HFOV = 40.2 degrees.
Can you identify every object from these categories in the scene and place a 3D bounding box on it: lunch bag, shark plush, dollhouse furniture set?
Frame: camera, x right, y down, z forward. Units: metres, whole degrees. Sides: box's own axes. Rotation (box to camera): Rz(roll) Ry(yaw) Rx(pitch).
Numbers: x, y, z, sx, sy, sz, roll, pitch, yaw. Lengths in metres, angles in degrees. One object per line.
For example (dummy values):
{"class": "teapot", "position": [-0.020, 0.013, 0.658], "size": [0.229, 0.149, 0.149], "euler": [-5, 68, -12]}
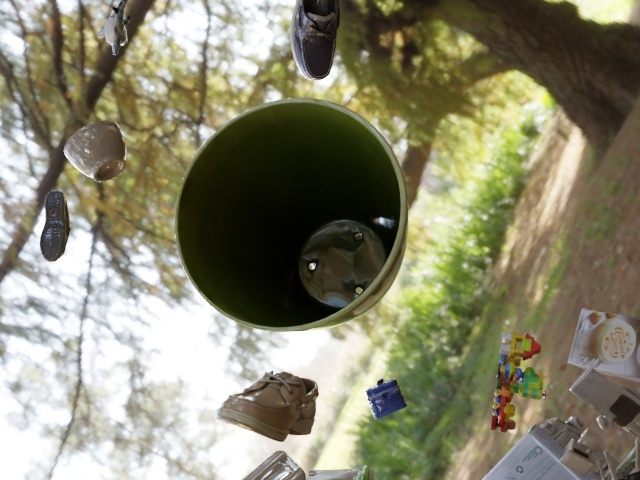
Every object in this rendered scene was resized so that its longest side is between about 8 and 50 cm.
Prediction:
{"class": "lunch bag", "position": [0.119, 0.288, 1.615], "size": [0.067, 0.065, 0.098], "euler": [-23, -10, 0]}
{"class": "shark plush", "position": [-0.486, -0.525, 2.095], "size": [0.067, 0.073, 0.161], "euler": [-32, -27, -35]}
{"class": "dollhouse furniture set", "position": [0.569, 0.407, 1.656], "size": [0.182, 0.160, 0.101], "euler": [-67, -5, 35]}

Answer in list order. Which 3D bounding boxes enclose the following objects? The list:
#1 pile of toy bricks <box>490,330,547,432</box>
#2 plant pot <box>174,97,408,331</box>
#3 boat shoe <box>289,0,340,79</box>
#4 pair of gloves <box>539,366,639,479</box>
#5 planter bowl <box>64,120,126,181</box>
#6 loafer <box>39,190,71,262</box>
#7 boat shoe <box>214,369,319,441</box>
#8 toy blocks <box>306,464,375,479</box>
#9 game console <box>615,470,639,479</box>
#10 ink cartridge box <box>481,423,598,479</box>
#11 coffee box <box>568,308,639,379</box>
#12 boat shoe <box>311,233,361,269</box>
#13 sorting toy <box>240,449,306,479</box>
{"class": "pile of toy bricks", "position": [0.420, 0.304, 1.821], "size": [0.118, 0.105, 0.212], "euler": [83, -160, -46]}
{"class": "plant pot", "position": [0.000, 0.000, 1.121], "size": [0.275, 0.274, 0.293], "euler": [-61, -20, -5]}
{"class": "boat shoe", "position": [-0.007, -0.490, 1.919], "size": [0.092, 0.102, 0.285], "euler": [-129, 39, -66]}
{"class": "pair of gloves", "position": [0.626, 0.421, 1.999], "size": [0.240, 0.204, 0.042], "euler": [-59, 6, 16]}
{"class": "planter bowl", "position": [-0.586, -0.226, 2.336], "size": [0.162, 0.109, 0.162], "euler": [-31, -18, -11]}
{"class": "loafer", "position": [-0.528, -0.026, 1.761], "size": [0.050, 0.056, 0.148], "euler": [53, -142, -71]}
{"class": "boat shoe", "position": [-0.086, 0.280, 1.536], "size": [0.341, 0.121, 0.110], "euler": [35, -107, -73]}
{"class": "toy blocks", "position": [-0.022, 0.583, 1.825], "size": [0.381, 0.260, 0.191], "euler": [-57, -37, -80]}
{"class": "game console", "position": [0.529, 0.450, 1.526], "size": [0.122, 0.071, 0.107], "euler": [-25, 35, 14]}
{"class": "ink cartridge box", "position": [0.493, 0.628, 1.916], "size": [0.324, 0.330, 0.071], "euler": [-56, -19, 27]}
{"class": "coffee box", "position": [0.714, 0.248, 2.018], "size": [0.246, 0.098, 0.141], "euler": [5, 75, 54]}
{"class": "boat shoe", "position": [0.055, 0.027, 1.621], "size": [0.178, 0.060, 0.064], "euler": [-19, -18, -37]}
{"class": "sorting toy", "position": [-0.166, 0.558, 1.788], "size": [0.307, 0.041, 0.229], "euler": [-38, 7, -12]}
